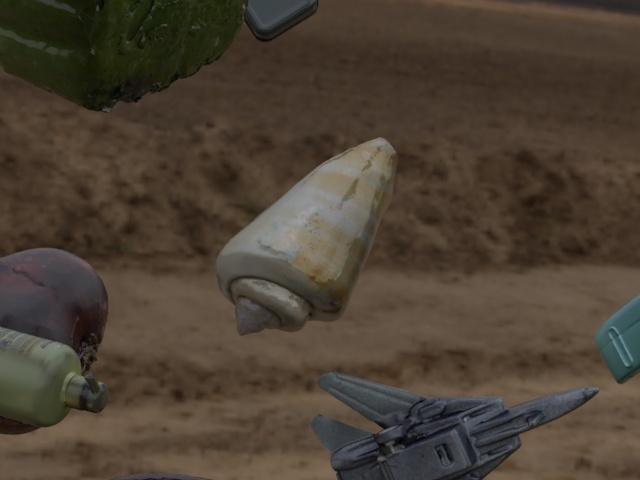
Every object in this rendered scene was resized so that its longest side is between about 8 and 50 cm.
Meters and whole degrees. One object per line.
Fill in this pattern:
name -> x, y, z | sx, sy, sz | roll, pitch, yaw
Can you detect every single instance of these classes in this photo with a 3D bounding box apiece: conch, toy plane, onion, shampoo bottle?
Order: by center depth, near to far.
shampoo bottle -> -0.269, 0.125, 1.255 | 0.162, 0.079, 0.079 | 13, 13, 15
toy plane -> 0.131, 0.189, 1.279 | 0.267, 0.212, 0.088 | -23, 1, 26
conch -> 0.007, 0.007, 1.401 | 0.127, 0.255, 0.158 | 37, -12, 37
onion -> -0.418, 0.129, 1.924 | 0.281, 0.281, 0.221 | 8, -17, -1

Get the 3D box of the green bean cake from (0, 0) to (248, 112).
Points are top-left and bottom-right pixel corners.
green bean cake -> -0.141, -0.214, 0.977 | 0.113, 0.214, 0.200 | 23, 31, 26

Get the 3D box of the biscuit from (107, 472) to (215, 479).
biscuit -> -0.170, 0.421, 1.428 | 0.407, 0.091, 0.407 | 2, 50, -3

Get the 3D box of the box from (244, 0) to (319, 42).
box -> -0.066, -0.303, 1.611 | 0.091, 0.126, 0.031 | -31, -4, -1

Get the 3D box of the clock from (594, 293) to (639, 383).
clock -> 0.520, 0.094, 1.833 | 0.274, 0.094, 0.223 | -9, -25, -34
